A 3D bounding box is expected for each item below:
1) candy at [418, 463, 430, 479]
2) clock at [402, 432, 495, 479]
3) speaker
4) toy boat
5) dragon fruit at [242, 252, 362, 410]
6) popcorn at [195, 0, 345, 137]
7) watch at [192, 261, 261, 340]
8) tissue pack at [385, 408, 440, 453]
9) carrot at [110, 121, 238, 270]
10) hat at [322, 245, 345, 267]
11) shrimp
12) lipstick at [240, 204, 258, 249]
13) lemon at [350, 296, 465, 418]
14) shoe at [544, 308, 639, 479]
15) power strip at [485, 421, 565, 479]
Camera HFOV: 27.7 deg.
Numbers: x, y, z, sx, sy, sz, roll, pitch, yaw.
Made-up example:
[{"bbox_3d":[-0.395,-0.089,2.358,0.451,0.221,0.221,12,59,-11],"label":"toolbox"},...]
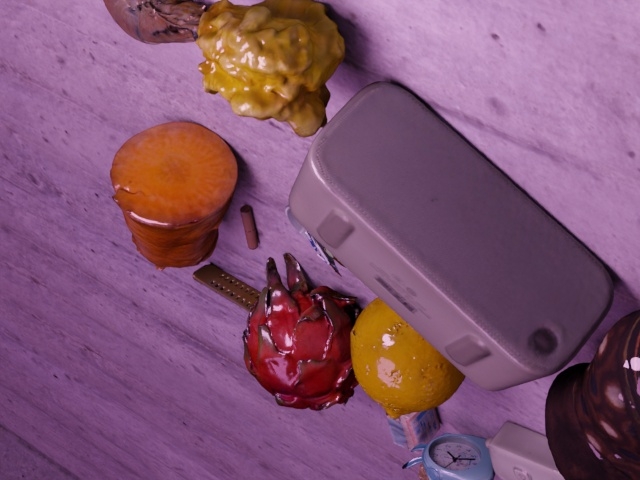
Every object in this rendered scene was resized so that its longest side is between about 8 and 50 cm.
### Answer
[{"bbox_3d":[0.221,0.390,2.198,0.110,0.085,0.095,-16,127,46],"label":"candy"},{"bbox_3d":[0.209,0.355,2.086,0.147,0.108,0.045,10,122,15],"label":"clock"},{"bbox_3d":[0.150,0.007,1.632,0.406,0.183,0.184,42,158,1],"label":"speaker"},{"bbox_3d":[0.001,0.000,1.924,0.149,0.034,0.105,47,-174,26],"label":"toy boat"},{"bbox_3d":[-0.030,0.157,2.066,0.274,0.193,0.192,61,155,-13],"label":"dragon fruit"},{"bbox_3d":[-0.062,-0.217,1.574,0.197,0.197,0.156,28,119,25],"label":"popcorn"},{"bbox_3d":[-0.104,0.149,2.270,0.268,0.102,0.165,31,153,38],"label":"watch"},{"bbox_3d":[0.153,0.294,2.145,0.058,0.074,0.094,23,144,38],"label":"tissue pack"},{"bbox_3d":[-0.227,-0.045,2.038,0.196,0.196,0.254,35,156,13],"label":"carrot"},{"bbox_3d":[0.036,-0.004,1.868,0.077,0.076,0.059,49,164,-22],"label":"hat"},{"bbox_3d":[-0.221,-0.334,1.754,0.254,0.059,0.145,11,130,52],"label":"shrimp"},{"bbox_3d":[-0.115,-0.021,2.101,0.019,0.019,0.094,28,148,26],"label":"lipstick"},{"bbox_3d":[0.129,0.155,1.875,0.173,0.173,0.206,11,116,45],"label":"lemon"},{"bbox_3d":[0.388,0.211,1.614,0.237,0.171,0.384,11,147,39],"label":"shoe"},{"bbox_3d":[0.407,0.368,1.934,0.385,0.062,0.091,18,141,37],"label":"power strip"}]
